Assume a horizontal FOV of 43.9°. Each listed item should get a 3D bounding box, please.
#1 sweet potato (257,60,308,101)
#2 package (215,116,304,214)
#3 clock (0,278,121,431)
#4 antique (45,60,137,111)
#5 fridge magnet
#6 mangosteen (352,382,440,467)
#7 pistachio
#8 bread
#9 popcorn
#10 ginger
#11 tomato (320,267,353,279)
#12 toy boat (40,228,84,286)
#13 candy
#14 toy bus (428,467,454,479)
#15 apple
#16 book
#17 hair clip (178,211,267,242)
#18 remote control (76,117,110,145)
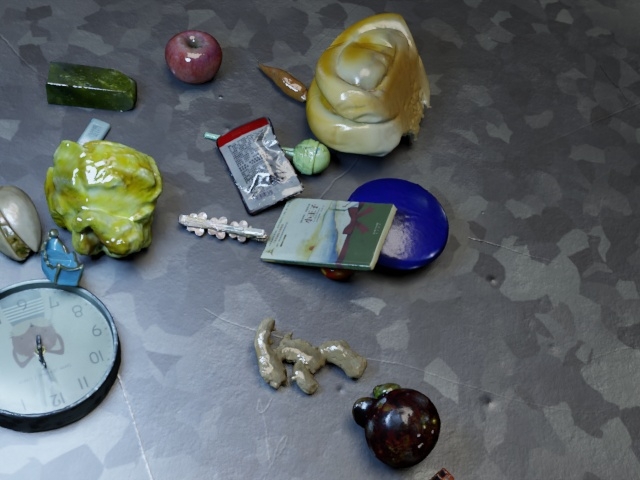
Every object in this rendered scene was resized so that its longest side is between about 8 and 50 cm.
[{"bbox_3d":[-0.105,-0.445,2.199,0.195,0.056,0.056,40,57,18],"label":"sweet potato"},{"bbox_3d":[-0.154,-0.191,1.992,0.154,0.030,0.239,-25,73,-3],"label":"package"},{"bbox_3d":[-0.574,0.226,1.628,0.325,0.067,0.325,7,55,-9],"label":"clock"},{"bbox_3d":[-0.580,-0.390,2.031,0.220,0.081,0.080,5,58,-11],"label":"antique"},{"bbox_3d":[0.186,-0.040,1.958,0.265,0.113,0.266,6,54,-8],"label":"fridge magnet"},{"bbox_3d":[0.155,0.382,1.652,0.184,0.172,0.172,14,50,29],"label":"mangosteen"},{"bbox_3d":[-0.683,-0.043,1.759,0.124,0.124,0.185,-23,81,-26],"label":"pistachio"},{"bbox_3d":[0.143,-0.408,2.114,0.329,0.245,0.424,27,50,4],"label":"bread"},{"bbox_3d":[-0.486,-0.090,1.777,0.225,0.276,0.276,3,46,-57],"label":"popcorn"},{"bbox_3d":[-0.027,0.270,1.737,0.258,0.065,0.149,19,67,-7],"label":"ginger"},{"bbox_3d":[0.043,0.051,1.884,0.087,0.087,0.075,48,17,19],"label":"tomato"},{"bbox_3d":[-0.561,0.035,1.715,0.075,0.077,0.185,9,13,-32],"label":"toy boat"},{"bbox_3d":[-0.140,-0.241,2.049,0.335,0.092,0.093,13,92,5],"label":"candy"},{"bbox_3d":[0.229,0.519,1.645,0.110,0.031,0.043,-31,66,-30],"label":"toy bus"},{"bbox_3d":[-0.341,-0.490,2.132,0.153,0.120,0.153,4,53,-5],"label":"apple"},{"bbox_3d":[0.020,-0.017,1.875,0.289,0.026,0.201,4,51,26],"label":"book"},{"bbox_3d":[-0.231,-0.030,1.894,0.213,0.056,0.062,9,71,3],"label":"hair clip"},{"bbox_3d":[-0.571,-0.255,1.980,0.053,0.018,0.124,21,55,-1],"label":"remote control"}]
